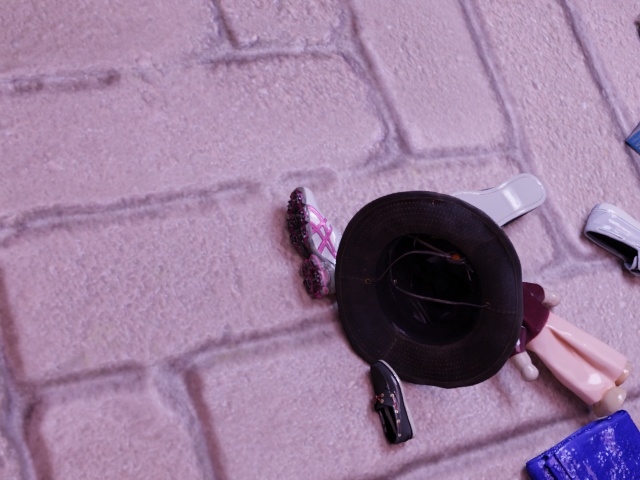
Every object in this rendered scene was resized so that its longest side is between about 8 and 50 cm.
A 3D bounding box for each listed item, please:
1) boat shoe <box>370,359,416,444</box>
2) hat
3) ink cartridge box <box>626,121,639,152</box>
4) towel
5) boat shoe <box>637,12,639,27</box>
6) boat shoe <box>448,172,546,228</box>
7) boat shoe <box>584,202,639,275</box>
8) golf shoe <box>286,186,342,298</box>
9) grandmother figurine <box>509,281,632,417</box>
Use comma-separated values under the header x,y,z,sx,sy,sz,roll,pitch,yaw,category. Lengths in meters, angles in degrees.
x,y,z,sx,sy,sz,roll,pitch,yaw,category
0.106,0.251,1.531,0.042,0.049,0.133,-11,75,-33,boat shoe
0.178,0.061,1.546,0.331,0.331,0.134,41,29,1,hat
0.799,-0.186,1.945,0.307,0.129,0.223,42,59,2,ink cartridge box
0.492,0.441,1.571,0.227,0.076,0.308,-22,76,-27,towel
0.786,-0.450,2.095,0.227,0.081,0.069,-1,69,-13,boat shoe
0.281,-0.050,1.719,0.254,0.079,0.095,-25,74,-30,boat shoe
0.583,0.024,1.805,0.227,0.079,0.081,34,68,3,boat shoe
0.000,0.000,1.602,0.086,0.067,0.186,-11,80,-31,golf shoe
0.363,0.142,1.648,0.342,0.104,0.208,37,34,-3,grandmother figurine
